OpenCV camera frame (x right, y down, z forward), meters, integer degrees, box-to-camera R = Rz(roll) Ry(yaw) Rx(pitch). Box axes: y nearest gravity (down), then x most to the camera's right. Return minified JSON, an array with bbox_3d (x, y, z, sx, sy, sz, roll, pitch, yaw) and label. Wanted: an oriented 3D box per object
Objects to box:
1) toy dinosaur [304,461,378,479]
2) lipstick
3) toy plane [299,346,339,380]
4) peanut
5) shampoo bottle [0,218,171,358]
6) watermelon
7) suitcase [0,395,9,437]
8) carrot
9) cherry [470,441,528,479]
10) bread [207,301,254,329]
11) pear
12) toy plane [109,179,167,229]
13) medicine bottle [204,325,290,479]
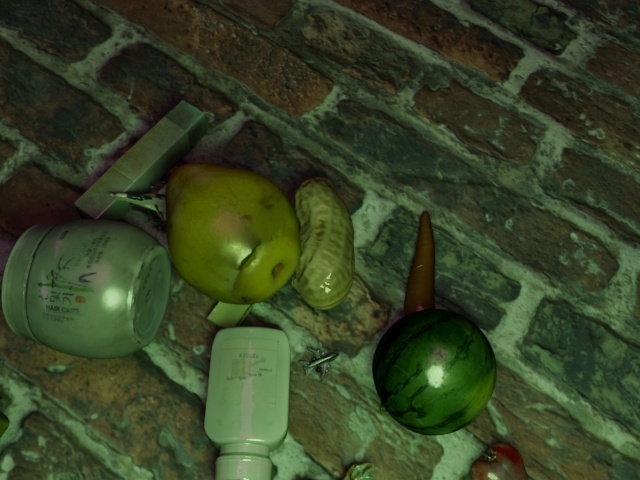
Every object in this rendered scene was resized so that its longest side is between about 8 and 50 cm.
[{"bbox_3d":[-0.047,0.551,1.170,0.393,0.092,0.205,-18,66,-12],"label":"toy dinosaur"},{"bbox_3d":[-0.415,-0.178,1.544,0.076,0.079,0.371,33,65,13],"label":"lipstick"},{"bbox_3d":[0.001,0.252,1.366,0.083,0.031,0.078,-19,65,-13],"label":"toy plane"},{"bbox_3d":[0.000,0.000,1.445,0.154,0.140,0.324,-13,60,8],"label":"peanut"},{"bbox_3d":[-0.452,0.092,1.288,0.267,0.273,0.272,6,62,4],"label":"shampoo bottle"},{"bbox_3d":[0.217,0.251,1.262,0.243,0.242,0.242,2,62,-3],"label":"watermelon"},{"bbox_3d":[-0.703,0.309,1.197,0.235,0.194,0.143,30,73,12],"label":"suitcase"},{"bbox_3d":[0.230,0.072,1.468,0.069,0.069,0.335,10,55,2],"label":"carrot"},{"bbox_3d":[0.341,0.450,1.252,0.106,0.087,0.126,-11,81,-17],"label":"cherry"},{"bbox_3d":[-0.176,0.131,1.421,0.068,0.028,0.153,27,62,15],"label":"bread"},{"bbox_3d":[-0.199,-0.014,1.338,0.337,0.284,0.284,11,57,35],"label":"pear"},{"bbox_3d":[-0.358,-0.082,1.495,0.234,0.082,0.159,3,70,-16],"label":"toy plane"},{"bbox_3d":[-0.141,0.322,1.278,0.161,0.111,0.296,1,60,-2],"label":"medicine bottle"}]
